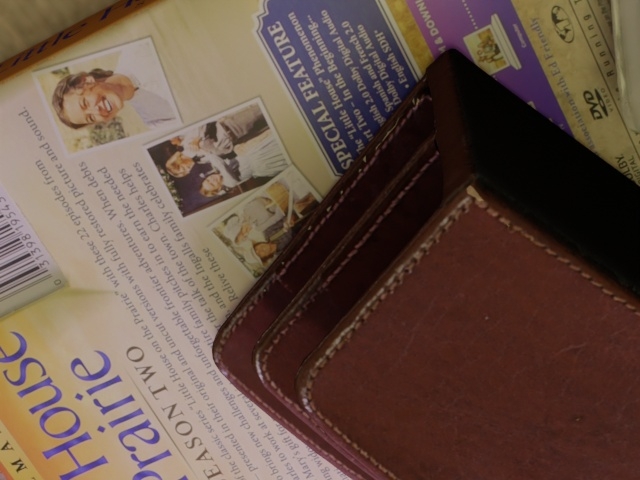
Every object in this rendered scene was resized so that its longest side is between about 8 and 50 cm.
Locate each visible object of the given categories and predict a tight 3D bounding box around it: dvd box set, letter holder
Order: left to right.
[{"bbox_3d":[0.000,0.000,0.683,0.420,0.062,0.307,-26,112,12],"label":"dvd box set"},{"bbox_3d":[0.113,0.100,0.614,0.302,0.152,0.214,34,113,-14],"label":"letter holder"}]

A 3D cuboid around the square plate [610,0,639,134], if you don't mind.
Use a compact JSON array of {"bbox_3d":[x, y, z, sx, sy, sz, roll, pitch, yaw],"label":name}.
[{"bbox_3d":[0.280,-0.230,0.532,0.347,0.049,0.344,-8,100,1],"label":"square plate"}]
